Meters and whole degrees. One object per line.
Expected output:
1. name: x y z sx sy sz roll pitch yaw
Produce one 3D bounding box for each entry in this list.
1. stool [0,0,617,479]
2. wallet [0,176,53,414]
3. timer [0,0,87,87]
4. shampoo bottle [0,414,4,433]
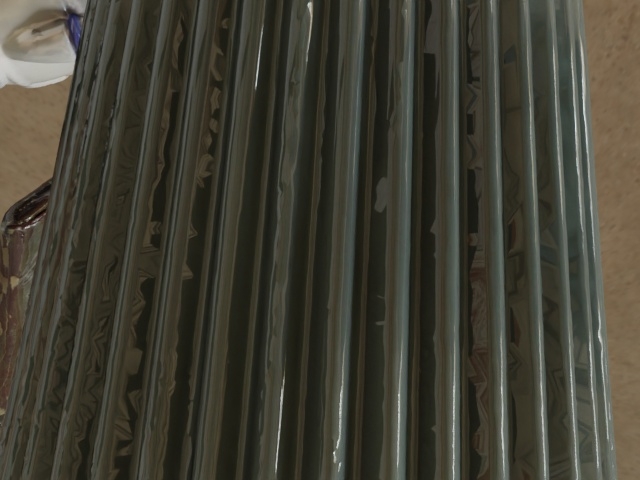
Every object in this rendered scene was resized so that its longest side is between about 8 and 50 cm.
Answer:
1. stool: 0.000 0.000 0.593 0.297 0.297 0.330 3 77 3
2. wallet: -0.233 0.043 1.028 0.031 0.232 0.122 29 41 17
3. timer: -0.179 -0.181 0.840 0.383 0.270 0.270 -29 82 -16
4. shampoo bottle: -0.471 0.277 1.720 0.101 0.284 0.101 0 92 5
